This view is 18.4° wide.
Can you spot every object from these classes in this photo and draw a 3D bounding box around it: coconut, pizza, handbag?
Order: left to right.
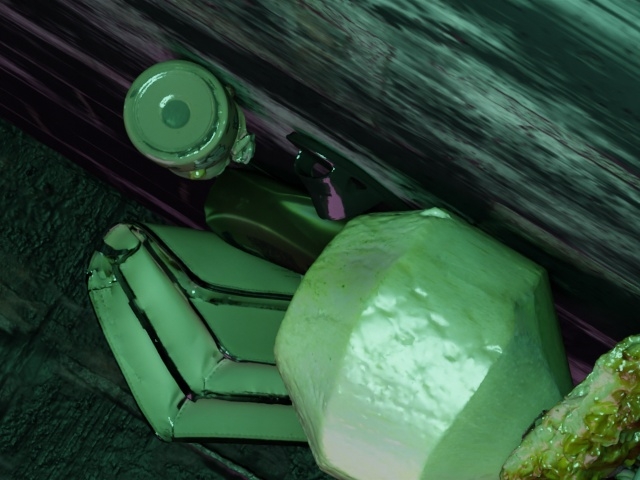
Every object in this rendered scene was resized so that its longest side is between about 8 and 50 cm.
[{"bbox_3d":[-0.063,0.097,2.201,0.358,0.160,0.236,10,-144,-47],"label":"handbag"},{"bbox_3d":[0.098,0.103,1.604,0.259,0.259,0.259,32,175,3],"label":"coconut"},{"bbox_3d":[0.215,0.138,1.470,0.127,0.246,0.058,-1,-131,-51],"label":"pizza"}]

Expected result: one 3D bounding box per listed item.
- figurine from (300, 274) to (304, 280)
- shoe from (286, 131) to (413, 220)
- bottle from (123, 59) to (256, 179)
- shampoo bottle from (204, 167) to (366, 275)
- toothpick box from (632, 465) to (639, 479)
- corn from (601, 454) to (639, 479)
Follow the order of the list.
[{"bbox_3d":[0.049,0.048,2.134,0.130,0.109,0.178,1,-164,-27],"label":"figurine"},{"bbox_3d":[0.025,-0.035,1.718,0.159,0.053,0.062,32,179,-33],"label":"shoe"},{"bbox_3d":[-0.109,-0.100,1.703,0.099,0.099,0.152,31,178,10],"label":"bottle"},{"bbox_3d":[0.000,0.000,1.997,0.126,0.084,0.350,31,176,-29],"label":"shampoo bottle"},{"bbox_3d":[0.400,0.265,1.537,0.229,0.229,0.316,27,174,43],"label":"toothpick box"},{"bbox_3d":[0.244,0.191,1.616,0.092,0.092,0.280,32,-146,0],"label":"corn"}]
